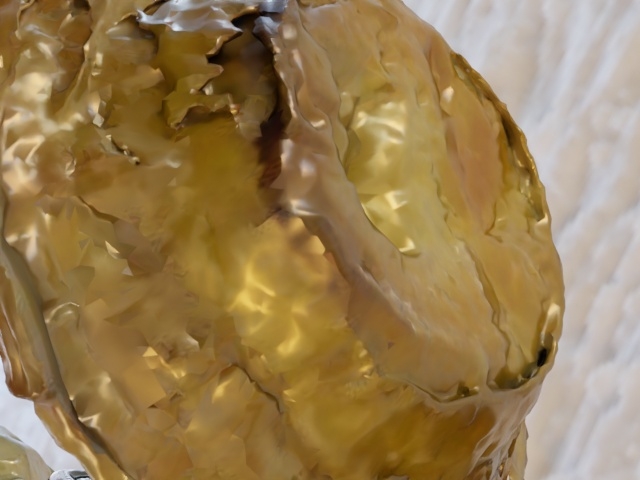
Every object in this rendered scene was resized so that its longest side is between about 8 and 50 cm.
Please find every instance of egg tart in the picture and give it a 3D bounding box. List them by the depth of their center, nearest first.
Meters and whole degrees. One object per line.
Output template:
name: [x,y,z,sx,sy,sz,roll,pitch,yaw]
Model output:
egg tart: [0.003,0.002,0.726,0.129,0.341,0.341,-25,37,32]

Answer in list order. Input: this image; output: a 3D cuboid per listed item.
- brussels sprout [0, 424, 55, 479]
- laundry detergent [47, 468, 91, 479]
brussels sprout: [-0.363,0.288,1.474,0.328,0.328,0.247,-40,67,55]
laundry detergent: [-0.143,0.266,1.118,0.144,0.078,0.221,13,98,54]
